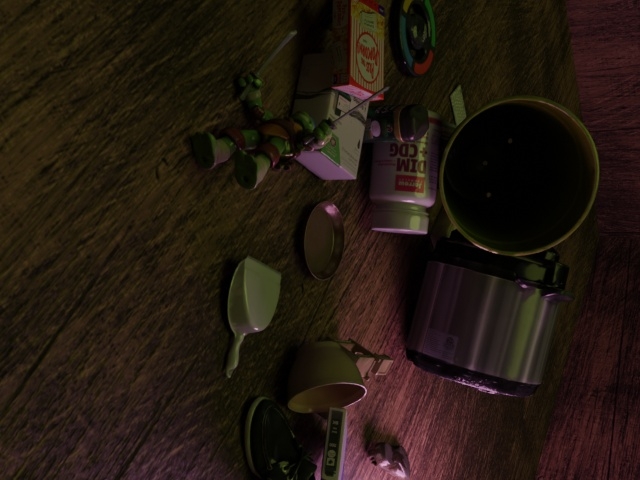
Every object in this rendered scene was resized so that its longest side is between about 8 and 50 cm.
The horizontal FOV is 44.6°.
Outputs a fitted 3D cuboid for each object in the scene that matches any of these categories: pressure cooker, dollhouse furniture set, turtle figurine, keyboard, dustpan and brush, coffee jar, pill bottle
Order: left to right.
[{"bbox_3d":[-0.137,0.147,1.430,0.147,0.060,0.211,35,57,-60],"label":"dustpan and brush"},{"bbox_3d":[-0.081,-0.220,1.350,0.198,0.274,0.266,51,45,-2],"label":"turtle figurine"},{"bbox_3d":[0.051,0.307,1.748,0.182,0.101,0.161,18,102,-59],"label":"dollhouse furniture set"},{"bbox_3d":[0.143,-0.258,1.720,0.096,0.184,0.079,-33,120,-54],"label":"coffee jar"},{"bbox_3d":[0.198,-0.161,1.844,0.160,0.160,0.283,8,86,-59],"label":"pill bottle"},{"bbox_3d":[0.429,-0.340,2.359,0.072,0.014,0.256,-54,136,-42],"label":"keyboard"},{"bbox_3d":[0.440,0.163,2.029,0.375,0.369,0.421,21,83,-87],"label":"pressure cooker"}]

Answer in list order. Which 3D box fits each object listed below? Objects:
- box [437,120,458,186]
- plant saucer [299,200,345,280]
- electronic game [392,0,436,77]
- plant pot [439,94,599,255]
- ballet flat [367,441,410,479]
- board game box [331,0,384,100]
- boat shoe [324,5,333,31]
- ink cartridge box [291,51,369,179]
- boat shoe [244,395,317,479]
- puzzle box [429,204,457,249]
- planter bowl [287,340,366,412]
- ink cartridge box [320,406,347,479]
[{"bbox_3d":[0.324,-0.235,2.150,0.231,0.056,0.183,-2,93,-59],"label":"box"},{"bbox_3d":[0.000,0.000,1.659,0.168,0.029,0.169,-11,103,-59],"label":"plant saucer"},{"bbox_3d":[0.245,-0.535,1.999,0.229,0.048,0.229,-8,99,-59],"label":"electronic game"},{"bbox_3d":[0.447,-0.180,1.940,0.353,0.366,0.367,-98,-176,-78],"label":"plant pot"},{"bbox_3d":[0.177,0.564,1.993,0.250,0.058,0.084,45,33,-58],"label":"ballet flat"},{"bbox_3d":[0.076,-0.388,1.559,0.146,0.045,0.194,3,87,-59],"label":"board game box"},{"bbox_3d":[0.079,-0.566,1.680,0.092,0.102,0.285,44,64,-21],"label":"boat shoe"},{"bbox_3d":[0.020,-0.254,1.604,0.160,0.092,0.220,30,67,-56],"label":"ink cartridge box"},{"bbox_3d":[-0.056,0.456,1.525,0.127,0.113,0.340,-36,123,-52],"label":"boat shoe"},{"bbox_3d":[0.446,0.033,2.385,0.272,0.052,0.409,-61,141,-35],"label":"puzzle box"},{"bbox_3d":[0.004,0.272,1.590,0.162,0.162,0.109,39,34,-54],"label":"planter bowl"},{"bbox_3d":[0.026,0.484,1.629,0.206,0.045,0.208,88,8,-56],"label":"ink cartridge box"}]
